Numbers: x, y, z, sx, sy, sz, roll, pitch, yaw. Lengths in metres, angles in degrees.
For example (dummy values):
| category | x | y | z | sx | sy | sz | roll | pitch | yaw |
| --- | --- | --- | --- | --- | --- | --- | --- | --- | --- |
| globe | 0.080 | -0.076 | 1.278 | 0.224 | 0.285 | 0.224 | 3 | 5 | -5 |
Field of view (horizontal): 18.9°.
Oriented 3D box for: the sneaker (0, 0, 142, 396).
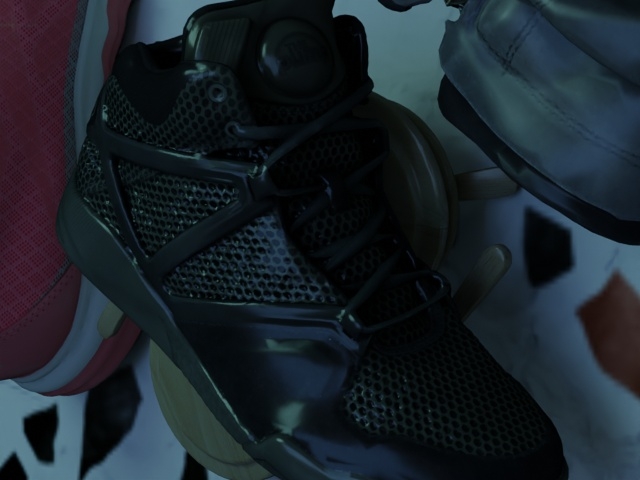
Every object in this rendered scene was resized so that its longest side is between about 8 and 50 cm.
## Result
| category | x | y | z | sx | sy | sz | roll | pitch | yaw |
| --- | --- | --- | --- | --- | --- | --- | --- | --- | --- |
| sneaker | -0.154 | -0.088 | 0.830 | 0.116 | 0.136 | 0.313 | -13 | 81 | 43 |

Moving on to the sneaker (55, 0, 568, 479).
| category | x | y | z | sx | sy | sz | roll | pitch | yaw |
| --- | --- | --- | --- | --- | --- | --- | --- | --- | --- |
| sneaker | 0.000 | 0.000 | 0.656 | 0.227 | 0.087 | 0.130 | 42 | 133 | 31 |

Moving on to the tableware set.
| category | x | y | z | sx | sy | sz | roll | pitch | yaw |
| --- | --- | --- | --- | --- | --- | --- | --- | --- | --- |
| tableware set | -0.005 | 0.017 | 0.753 | 0.128 | 0.039 | 0.194 | 50 | 130 | 18 |

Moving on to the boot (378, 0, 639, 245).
| category | x | y | z | sx | sy | sz | roll | pitch | yaw |
| --- | --- | --- | --- | --- | --- | --- | --- | --- | --- |
| boot | 0.146 | -0.077 | 0.564 | 0.222 | 0.118 | 0.338 | -60 | 41 | 30 |
